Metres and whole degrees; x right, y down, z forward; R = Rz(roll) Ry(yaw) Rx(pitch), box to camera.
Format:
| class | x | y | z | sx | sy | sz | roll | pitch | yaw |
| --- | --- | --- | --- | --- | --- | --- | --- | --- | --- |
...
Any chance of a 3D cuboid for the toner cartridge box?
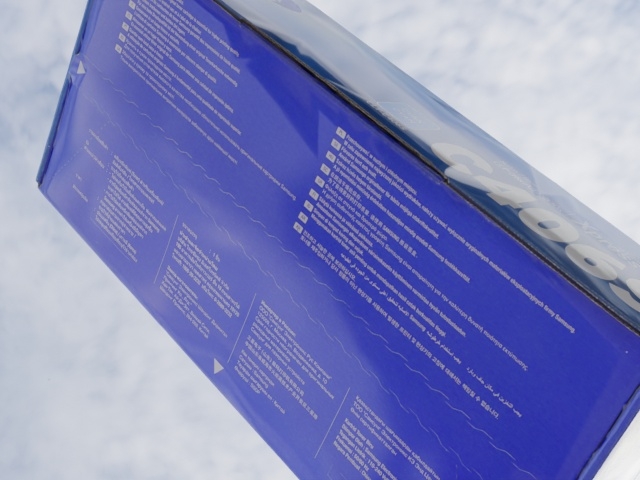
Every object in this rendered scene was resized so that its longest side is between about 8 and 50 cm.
| class | x | y | z | sx | sy | sz | roll | pitch | yaw |
| --- | --- | --- | --- | --- | --- | --- | --- | --- | --- |
| toner cartridge box | 0.000 | 0.000 | 0.491 | 0.075 | 0.165 | 0.348 | -8 | -138 | -48 |
